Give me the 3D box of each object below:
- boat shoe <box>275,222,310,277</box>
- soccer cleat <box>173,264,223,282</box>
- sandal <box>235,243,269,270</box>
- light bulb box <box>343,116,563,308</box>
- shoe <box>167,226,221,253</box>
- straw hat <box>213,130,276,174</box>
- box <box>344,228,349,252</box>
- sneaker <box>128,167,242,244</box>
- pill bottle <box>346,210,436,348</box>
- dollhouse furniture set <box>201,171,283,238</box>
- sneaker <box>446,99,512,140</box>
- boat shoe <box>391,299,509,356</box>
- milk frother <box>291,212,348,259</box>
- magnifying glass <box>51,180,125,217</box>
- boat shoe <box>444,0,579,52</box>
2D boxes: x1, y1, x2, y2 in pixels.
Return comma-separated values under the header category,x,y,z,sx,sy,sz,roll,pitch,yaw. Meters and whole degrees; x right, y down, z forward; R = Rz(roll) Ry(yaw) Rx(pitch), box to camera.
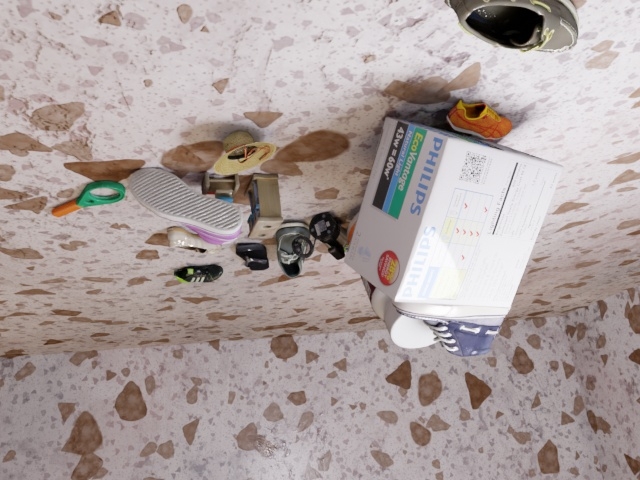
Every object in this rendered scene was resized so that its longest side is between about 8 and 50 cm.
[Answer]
category,x,y,z,sx,sy,sz,roll,pitch,yaw
boat shoe,-0.087,0.033,1.899,0.116,0.099,0.319,-3,159,-5
soccer cleat,-0.430,0.117,2.082,0.178,0.060,0.072,-9,159,14
sandal,-0.220,0.068,2.017,0.097,0.055,0.254,-9,160,7
light bulb box,0.292,-0.056,1.330,0.360,0.358,0.225,7,-163,-32
shoe,-0.385,0.015,1.809,0.076,0.059,0.219,-18,158,28
straw hat,-0.173,-0.202,1.277,0.144,0.061,0.144,-22,168,-5
box,0.128,-0.015,1.897,0.168,0.059,0.054,-20,155,33
sneaker,-0.328,-0.065,1.429,0.282,0.102,0.161,27,159,-2
pill bottle,0.225,0.089,1.658,0.223,0.392,0.224,-9,135,-10
dollhouse furniture set,-0.204,-0.085,1.489,0.183,0.130,0.129,-1,160,-19
sneaker,0.358,-0.262,1.288,0.175,0.064,0.067,2,149,-30
boat shoe,0.301,0.201,1.411,0.340,0.158,0.127,7,-162,-27
milk frother,0.000,0.000,1.803,0.143,0.129,0.134,-7,160,20
magnifying glass,-0.585,-0.101,1.480,0.230,0.026,0.092,-19,158,25
boat shoe,0.322,-0.357,0.964,0.304,0.091,0.109,8,156,-35
